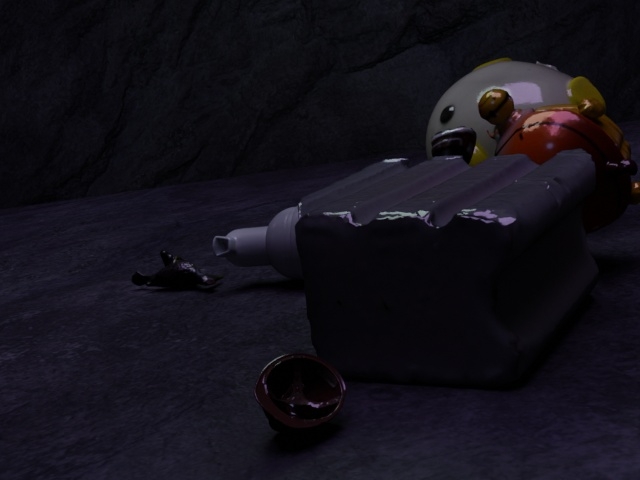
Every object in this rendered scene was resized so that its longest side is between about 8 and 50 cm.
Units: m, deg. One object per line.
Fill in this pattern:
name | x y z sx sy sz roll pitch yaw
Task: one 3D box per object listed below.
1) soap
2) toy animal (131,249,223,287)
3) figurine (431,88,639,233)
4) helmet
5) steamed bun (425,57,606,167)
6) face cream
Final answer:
soap | 0.166 0.017 1.231 0.350 0.213 0.435 1 14 27
toy animal | -0.260 0.068 1.732 0.202 0.070 0.105 9 30 43
figurine | 0.353 -0.097 1.470 0.323 0.320 0.196 -23 21 33
helmet | -0.030 0.172 0.973 0.089 0.057 0.111 43 39 17
steamed bun | 0.384 -0.193 1.829 0.334 0.334 0.374 -16 29 -37
face cream | 0.000 0.000 1.614 0.370 0.145 0.145 -3 12 19
